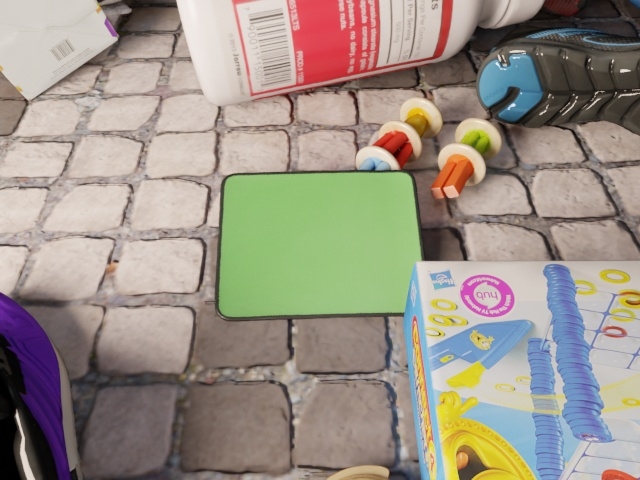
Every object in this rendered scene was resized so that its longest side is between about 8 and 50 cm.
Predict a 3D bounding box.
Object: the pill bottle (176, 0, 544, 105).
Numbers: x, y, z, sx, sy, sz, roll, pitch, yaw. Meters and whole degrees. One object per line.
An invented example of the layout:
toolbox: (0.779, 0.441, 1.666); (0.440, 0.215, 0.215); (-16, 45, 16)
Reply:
pill bottle: (0.041, -0.307, 0.705); (0.408, 0.229, 0.229); (-13, 47, -5)

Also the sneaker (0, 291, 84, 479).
sneaker: (-0.223, 0.106, 0.390); (0.102, 0.146, 0.293); (-24, 51, -21)

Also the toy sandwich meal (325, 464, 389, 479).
toy sandwich meal: (0.027, 0.189, 0.389); (0.086, 0.029, 0.085); (-2, 49, 3)

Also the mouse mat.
mouse mat: (0.000, 0.000, 0.555); (0.190, 0.007, 0.152); (-1, 64, -2)

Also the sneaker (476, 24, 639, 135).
sneaker: (0.357, -0.183, 0.674); (0.341, 0.125, 0.139); (18, 44, 14)

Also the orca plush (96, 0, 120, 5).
orca plush: (-0.282, -0.449, 0.923); (0.151, 0.102, 0.287); (22, 40, 18)

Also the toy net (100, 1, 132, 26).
toy net: (-0.376, -0.355, 0.909); (0.232, 0.045, 0.122); (18, 38, 14)

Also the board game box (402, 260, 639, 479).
board game box: (0.221, 0.151, 0.382); (0.309, 0.086, 0.301); (-1, 46, 0)

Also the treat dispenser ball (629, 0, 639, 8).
treat dispenser ball: (0.528, -0.442, 0.805); (0.289, 0.288, 0.288); (0, 46, 0)

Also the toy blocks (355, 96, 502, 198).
toy blocks: (0.105, -0.079, 0.626); (0.123, 0.054, 0.148); (26, 53, 21)

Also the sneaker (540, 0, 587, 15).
sneaker: (0.255, -0.371, 0.877); (0.276, 0.135, 0.097); (16, 31, -16)

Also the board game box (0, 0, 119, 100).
board game box: (-0.412, -0.337, 0.773); (0.144, 0.142, 0.275); (-40, 63, -11)
